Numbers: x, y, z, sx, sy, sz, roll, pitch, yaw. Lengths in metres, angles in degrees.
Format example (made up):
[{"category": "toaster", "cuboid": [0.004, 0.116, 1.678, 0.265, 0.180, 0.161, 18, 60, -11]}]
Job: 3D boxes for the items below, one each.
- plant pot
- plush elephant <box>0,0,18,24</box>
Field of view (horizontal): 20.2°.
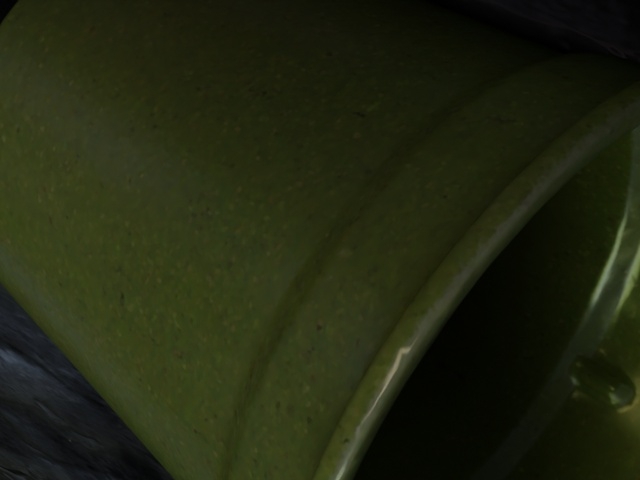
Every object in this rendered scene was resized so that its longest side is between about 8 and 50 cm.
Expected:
[{"category": "plant pot", "cuboid": [0.000, 0.000, 0.712, 0.254, 0.276, 0.276, 35, 160, 30]}, {"category": "plush elephant", "cuboid": [-0.310, -0.135, 0.831, 0.255, 0.272, 0.330, -2, 111, 36]}]
